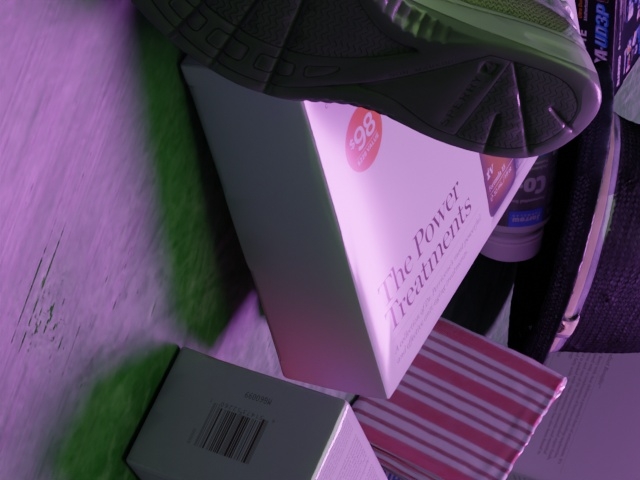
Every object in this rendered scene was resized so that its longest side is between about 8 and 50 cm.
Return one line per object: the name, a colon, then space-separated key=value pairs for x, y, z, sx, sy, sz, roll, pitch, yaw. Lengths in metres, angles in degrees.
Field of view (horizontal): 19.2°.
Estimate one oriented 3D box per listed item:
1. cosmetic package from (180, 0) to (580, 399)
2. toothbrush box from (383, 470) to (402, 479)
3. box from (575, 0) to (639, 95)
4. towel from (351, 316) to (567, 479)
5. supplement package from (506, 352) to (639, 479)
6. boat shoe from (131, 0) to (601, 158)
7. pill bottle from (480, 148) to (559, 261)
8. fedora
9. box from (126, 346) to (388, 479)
cosmetic package: x=0.064 y=-0.121 z=1.340 sx=0.377 sy=0.097 sz=0.284 roll=-56 pitch=141 yaw=-37
toothbrush box: x=0.064 y=0.348 z=1.683 sx=0.283 sy=0.122 sz=0.206 roll=-71 pitch=158 yaw=-10
box: x=0.305 y=-0.278 z=1.897 sx=0.175 sy=0.051 sz=0.220 roll=-54 pitch=151 yaw=-39
towel: x=0.113 y=0.148 z=1.632 sx=0.197 sy=0.144 sz=0.029 roll=-48 pitch=160 yaw=-46
supplement package: x=0.336 y=0.223 z=2.006 sx=0.177 sy=0.293 sz=0.175 roll=-65 pitch=156 yaw=-17
boat shoe: x=0.021 y=-0.146 z=1.099 sx=0.118 sy=0.320 sz=0.103 roll=-51 pitch=-149 yaw=41
pill bottle: x=0.174 y=-0.055 z=1.710 sx=0.078 sy=0.078 sz=0.137 roll=-45 pitch=144 yaw=-49
fedora: x=0.283 y=-0.001 z=1.789 sx=0.334 sy=0.152 sz=0.334 roll=-168 pitch=-90 yaw=-88
box: x=-0.037 y=0.163 z=1.301 sx=0.091 sy=0.130 sz=0.170 roll=-65 pitch=157 yaw=-21
